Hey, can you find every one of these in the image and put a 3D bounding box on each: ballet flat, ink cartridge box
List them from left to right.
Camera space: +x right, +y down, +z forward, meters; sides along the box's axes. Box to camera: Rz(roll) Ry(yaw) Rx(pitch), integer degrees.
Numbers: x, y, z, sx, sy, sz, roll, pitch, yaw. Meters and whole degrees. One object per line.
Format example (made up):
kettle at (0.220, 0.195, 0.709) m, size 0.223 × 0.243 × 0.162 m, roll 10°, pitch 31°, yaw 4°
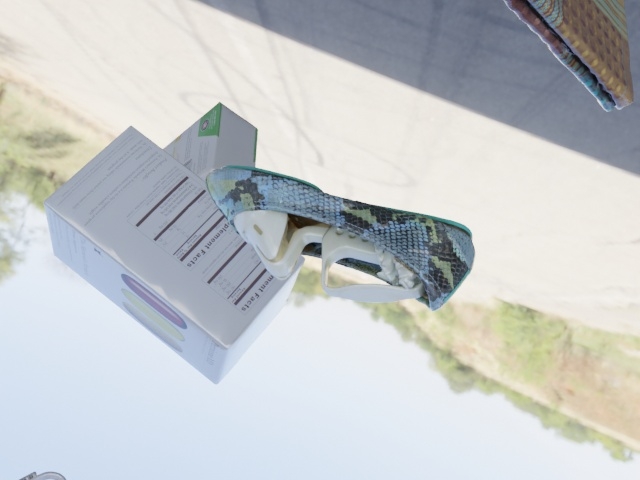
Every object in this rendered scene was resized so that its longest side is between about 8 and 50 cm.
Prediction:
ink cartridge box at (-0.206, -0.100, 1.377) m, size 0.212 × 0.154 × 0.093 m, roll -30°, pitch 133°, yaw 32°
ballet flat at (0.000, 0.000, 0.526) m, size 0.189 × 0.070 × 0.070 m, roll 13°, pitch 174°, yaw 23°

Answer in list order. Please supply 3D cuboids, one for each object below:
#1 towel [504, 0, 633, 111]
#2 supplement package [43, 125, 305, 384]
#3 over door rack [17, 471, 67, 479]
towel at (0.172, -0.317, 0.680) m, size 0.040 × 0.369 × 0.271 m, roll -17°, pitch 149°, yaw 39°
supplement package at (-0.159, 0.018, 0.919) m, size 0.244 × 0.134 × 0.139 m, roll 37°, pitch 153°, yaw 7°
over door rack at (-0.474, 0.421, 1.036) m, size 0.324 × 0.239 × 0.108 m, roll -13°, pitch -125°, yaw -31°
